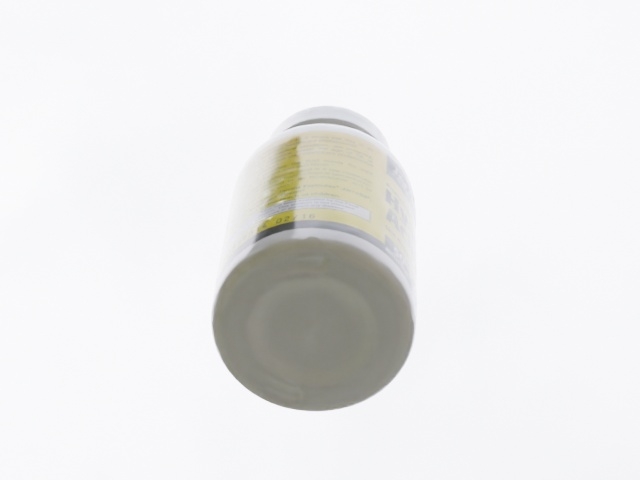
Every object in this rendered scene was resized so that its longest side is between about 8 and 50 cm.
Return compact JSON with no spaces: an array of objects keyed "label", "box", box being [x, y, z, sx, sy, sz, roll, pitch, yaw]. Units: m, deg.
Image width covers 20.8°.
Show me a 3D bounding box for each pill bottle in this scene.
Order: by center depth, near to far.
[{"label":"pill bottle","box":[0.000,0.000,0.583,0.065,0.116,0.065,1,-60,2]}]
